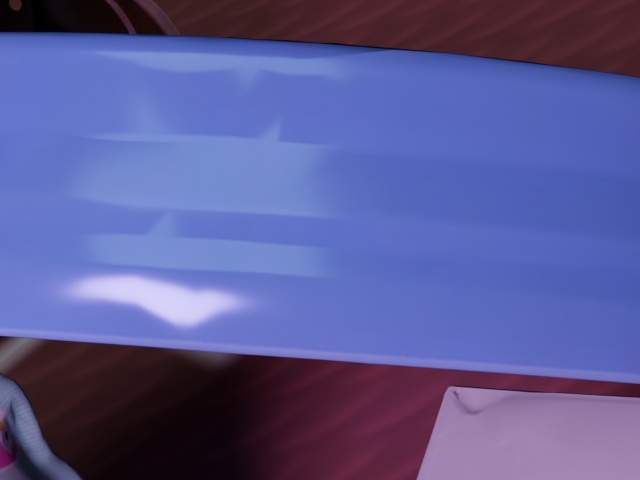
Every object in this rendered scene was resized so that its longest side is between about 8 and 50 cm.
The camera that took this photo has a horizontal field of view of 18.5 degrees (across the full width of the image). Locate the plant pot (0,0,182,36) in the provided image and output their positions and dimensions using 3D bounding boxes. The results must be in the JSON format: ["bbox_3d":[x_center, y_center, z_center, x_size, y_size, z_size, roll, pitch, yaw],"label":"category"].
[{"bbox_3d":[-0.162,-0.074,0.912,0.167,0.167,0.165,-29,34,-13],"label":"plant pot"}]

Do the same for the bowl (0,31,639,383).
[{"bbox_3d":[0.000,0.000,0.619,0.391,0.391,0.077,3,86,23],"label":"bowl"}]

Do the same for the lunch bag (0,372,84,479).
[{"bbox_3d":[-0.213,0.148,0.678,0.262,0.160,0.223,9,50,44],"label":"lunch bag"}]

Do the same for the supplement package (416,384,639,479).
[{"bbox_3d":[0.108,0.186,0.518,0.204,0.145,0.262,2,44,22],"label":"supplement package"}]
